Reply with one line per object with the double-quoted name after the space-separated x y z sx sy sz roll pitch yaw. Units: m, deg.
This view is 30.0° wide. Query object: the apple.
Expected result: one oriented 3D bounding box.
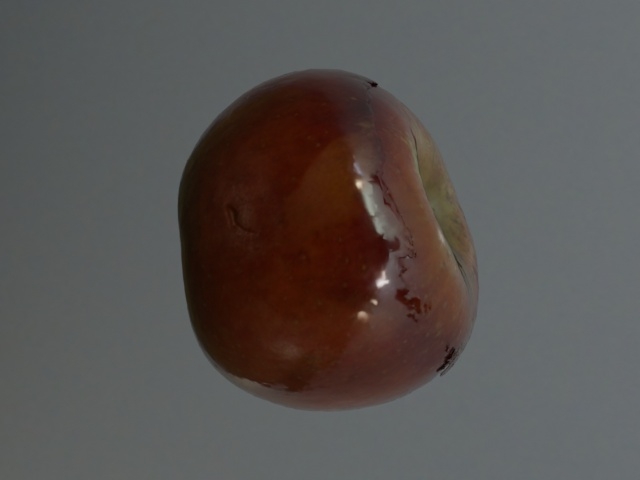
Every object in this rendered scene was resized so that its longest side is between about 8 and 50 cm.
0.000 0.000 0.897 0.206 0.251 0.272 -17 -131 14 "apple"
